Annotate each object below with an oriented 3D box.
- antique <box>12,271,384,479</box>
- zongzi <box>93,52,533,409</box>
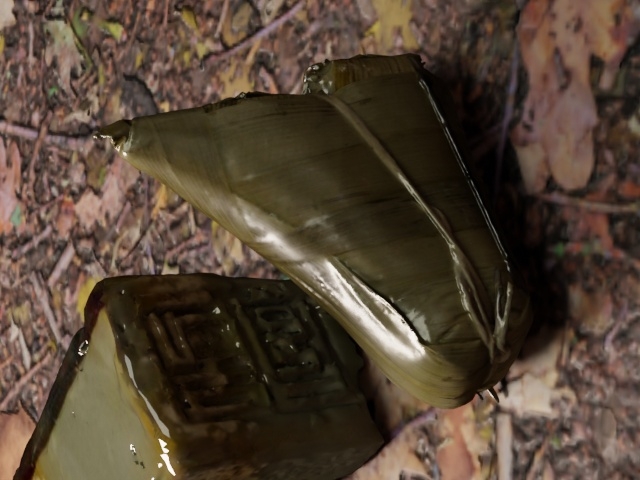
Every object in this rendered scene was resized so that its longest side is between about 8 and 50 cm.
[{"bbox_3d":[-0.099,0.143,1.159,0.284,0.150,0.125,-53,51,43],"label":"antique"},{"bbox_3d":[0.000,0.000,1.000,0.194,0.197,0.099,66,148,24],"label":"zongzi"}]
